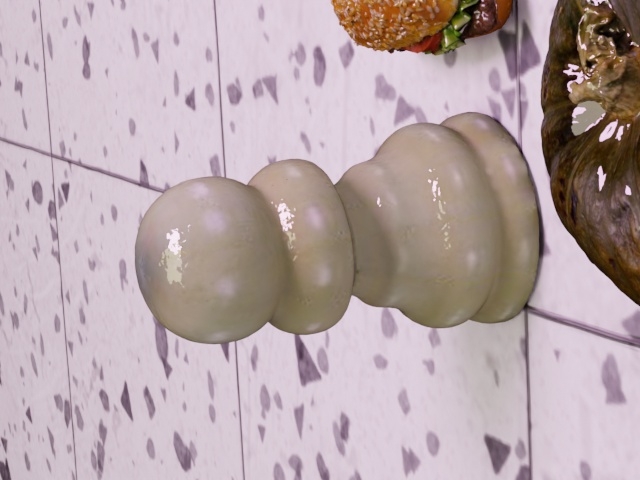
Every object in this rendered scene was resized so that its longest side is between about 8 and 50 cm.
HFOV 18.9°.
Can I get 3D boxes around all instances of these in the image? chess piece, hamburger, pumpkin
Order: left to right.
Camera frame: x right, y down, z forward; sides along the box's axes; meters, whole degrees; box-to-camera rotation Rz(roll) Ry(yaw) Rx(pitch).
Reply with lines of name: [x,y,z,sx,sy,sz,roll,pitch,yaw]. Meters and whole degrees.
chess piece: [0.000,0.000,1.255,0.144,0.251,0.144,172,90,-66]
hamburger: [0.056,-0.189,1.274,0.166,0.087,0.137,-3,94,65]
pumpkin: [0.194,-0.066,0.940,0.224,0.157,0.223,-176,90,-66]
